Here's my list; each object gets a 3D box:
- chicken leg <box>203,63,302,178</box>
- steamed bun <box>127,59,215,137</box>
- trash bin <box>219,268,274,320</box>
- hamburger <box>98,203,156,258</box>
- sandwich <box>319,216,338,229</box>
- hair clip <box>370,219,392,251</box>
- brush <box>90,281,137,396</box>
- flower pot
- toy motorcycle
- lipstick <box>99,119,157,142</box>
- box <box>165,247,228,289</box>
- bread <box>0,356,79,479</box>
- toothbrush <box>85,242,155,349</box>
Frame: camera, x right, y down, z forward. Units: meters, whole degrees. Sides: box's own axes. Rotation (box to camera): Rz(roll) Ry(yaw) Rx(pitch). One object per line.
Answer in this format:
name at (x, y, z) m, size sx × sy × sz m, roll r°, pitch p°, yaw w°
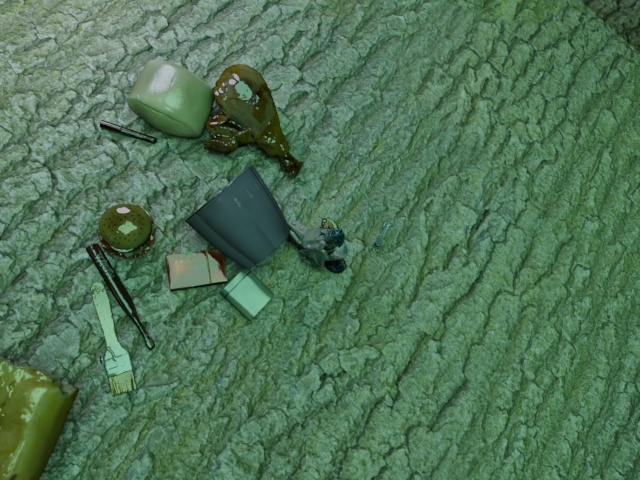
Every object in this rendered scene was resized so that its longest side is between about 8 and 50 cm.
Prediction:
chicken leg at (-0.232, -0.351, 1.734) m, size 0.295 × 0.182 × 0.409 m, roll -41°, pitch 105°, yaw -10°
steamed bun at (-0.471, -0.450, 1.679) m, size 0.250 × 0.155 × 0.200 m, roll 23°, pitch 72°, yaw -5°
trash bin at (-0.227, 0.165, 1.643) m, size 0.130 × 0.059 × 0.116 m, roll 44°, pitch 73°, yaw -1°
hamburger at (-0.573, -0.034, 1.566) m, size 0.175 × 0.137 × 0.175 m, roll 3°, pitch 80°, yaw -14°
sandwich at (0.030, -0.029, 1.770) m, size 0.069 × 0.026 × 0.101 m, roll -32°, pitch 83°, yaw -14°
hair clip at (0.213, -0.018, 1.805) m, size 0.030 × 0.039 × 0.115 m, roll 31°, pitch 69°, yaw -11°
brush at (-0.611, 0.280, 1.543) m, size 0.086 × 0.020 × 0.336 m, roll -15°, pitch 80°, yaw -16°
flower pot at (-0.236, -0.054, 1.609) m, size 0.265 × 0.265 × 0.243 m, roll -41°, pitch 101°, yaw -19°
toy motorcycle at (0.002, -0.004, 1.667) m, size 0.239 × 0.204 × 0.108 m, roll 22°, pitch 56°, yaw -12°
lipstick at (-0.612, -0.344, 1.689) m, size 0.177 × 0.027 × 0.027 m, roll 17°, pitch 74°, yaw -11°
box at (-0.380, 0.089, 1.628) m, size 0.175 × 0.048 × 0.112 m, roll -9°, pitch 79°, yaw -16°
bread at (-0.844, 0.479, 1.326) m, size 0.361 × 0.250 × 0.394 m, roll 19°, pitch 77°, yaw -6°
toothbrush at (-0.587, 0.165, 1.566) m, size 0.041 × 0.041 × 0.364 m, roll -32°, pitch 87°, yaw -18°
